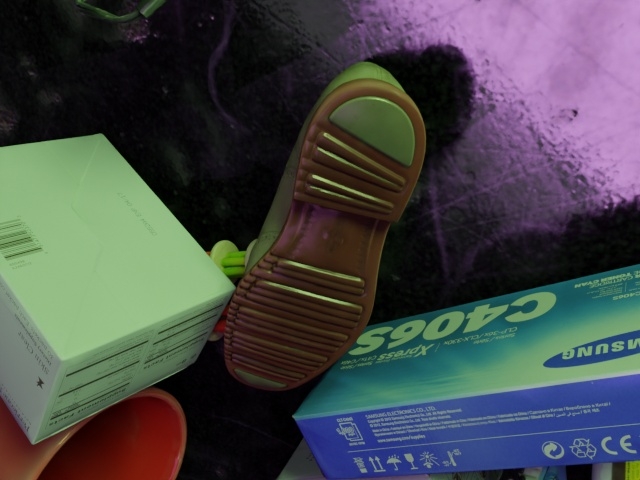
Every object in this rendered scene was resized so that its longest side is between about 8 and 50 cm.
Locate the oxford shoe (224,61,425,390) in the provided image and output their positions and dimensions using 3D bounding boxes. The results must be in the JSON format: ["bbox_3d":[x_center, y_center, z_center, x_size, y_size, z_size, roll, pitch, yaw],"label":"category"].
[{"bbox_3d":[0.000,0.000,0.584,0.123,0.130,0.348,20,120,-11],"label":"oxford shoe"}]

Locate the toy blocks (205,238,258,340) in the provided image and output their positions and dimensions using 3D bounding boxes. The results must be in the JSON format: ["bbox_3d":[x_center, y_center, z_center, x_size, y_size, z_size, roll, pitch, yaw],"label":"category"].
[{"bbox_3d":[-0.115,0.060,0.712,0.148,0.054,0.123,-6,112,31],"label":"toy blocks"}]

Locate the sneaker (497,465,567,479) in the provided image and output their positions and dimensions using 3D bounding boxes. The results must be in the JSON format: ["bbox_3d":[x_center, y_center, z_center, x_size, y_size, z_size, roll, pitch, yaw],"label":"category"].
[{"bbox_3d":[0.206,0.246,0.578,0.073,0.162,0.063,34,153,-11],"label":"sneaker"}]

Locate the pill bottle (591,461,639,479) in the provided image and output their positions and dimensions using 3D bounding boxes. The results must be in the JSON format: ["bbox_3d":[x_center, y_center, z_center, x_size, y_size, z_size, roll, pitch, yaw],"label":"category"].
[{"bbox_3d":[0.345,0.230,0.513,0.215,0.117,0.117,3,115,27],"label":"pill bottle"}]

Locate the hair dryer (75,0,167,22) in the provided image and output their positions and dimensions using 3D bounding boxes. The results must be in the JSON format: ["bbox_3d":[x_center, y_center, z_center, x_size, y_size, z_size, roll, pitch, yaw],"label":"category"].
[{"bbox_3d":[-0.038,-0.265,0.444,0.294,0.080,0.223,-3,81,23],"label":"hair dryer"}]

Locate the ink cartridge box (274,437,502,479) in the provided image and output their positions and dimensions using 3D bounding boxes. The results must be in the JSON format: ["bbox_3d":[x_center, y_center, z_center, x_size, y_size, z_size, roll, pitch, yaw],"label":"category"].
[{"bbox_3d":[0.092,0.352,0.701,0.272,0.130,0.309,-20,103,36],"label":"ink cartridge box"}]

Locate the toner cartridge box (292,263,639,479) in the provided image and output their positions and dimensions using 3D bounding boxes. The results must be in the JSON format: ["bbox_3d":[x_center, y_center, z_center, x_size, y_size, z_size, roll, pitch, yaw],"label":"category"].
[{"bbox_3d":[0.159,0.112,0.525,0.348,0.165,0.075,-19,104,33],"label":"toner cartridge box"}]

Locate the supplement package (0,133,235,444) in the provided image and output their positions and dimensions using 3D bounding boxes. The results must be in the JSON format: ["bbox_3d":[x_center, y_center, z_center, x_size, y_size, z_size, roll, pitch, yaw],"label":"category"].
[{"bbox_3d":[-0.264,0.034,0.651,0.262,0.204,0.145,46,128,19],"label":"supplement package"}]

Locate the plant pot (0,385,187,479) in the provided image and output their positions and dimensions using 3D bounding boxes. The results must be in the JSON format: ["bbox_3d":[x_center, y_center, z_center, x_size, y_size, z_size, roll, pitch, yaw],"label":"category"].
[{"bbox_3d":[-0.367,0.282,0.844,0.243,0.275,0.275,21,123,30],"label":"plant pot"}]
